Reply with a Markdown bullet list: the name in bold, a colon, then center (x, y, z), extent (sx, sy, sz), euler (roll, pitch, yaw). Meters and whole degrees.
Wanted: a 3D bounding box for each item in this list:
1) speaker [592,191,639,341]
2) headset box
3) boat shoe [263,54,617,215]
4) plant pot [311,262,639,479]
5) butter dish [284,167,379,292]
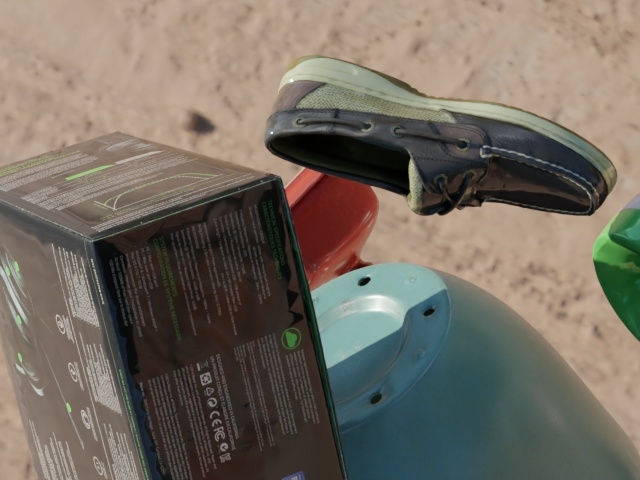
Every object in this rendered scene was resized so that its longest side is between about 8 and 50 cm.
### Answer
- **speaker**: center (0.331, -0.038, 1.214), extent (0.296, 0.131, 0.131), euler (-34, 56, -17)
- **headset box**: center (-0.119, 0.071, 1.186), extent (0.283, 0.131, 0.246), euler (17, 123, 60)
- **boat shoe**: center (0.071, -0.049, 1.120), extent (0.224, 0.080, 0.073), euler (19, 62, 11)
- **plant pot**: center (0.073, 0.159, 1.386), extent (0.293, 0.235, 0.293), euler (-23, 34, 17)
- **butter dish**: center (0.000, 0.000, 1.686), extent (0.118, 0.160, 0.160), euler (43, 63, -2)
